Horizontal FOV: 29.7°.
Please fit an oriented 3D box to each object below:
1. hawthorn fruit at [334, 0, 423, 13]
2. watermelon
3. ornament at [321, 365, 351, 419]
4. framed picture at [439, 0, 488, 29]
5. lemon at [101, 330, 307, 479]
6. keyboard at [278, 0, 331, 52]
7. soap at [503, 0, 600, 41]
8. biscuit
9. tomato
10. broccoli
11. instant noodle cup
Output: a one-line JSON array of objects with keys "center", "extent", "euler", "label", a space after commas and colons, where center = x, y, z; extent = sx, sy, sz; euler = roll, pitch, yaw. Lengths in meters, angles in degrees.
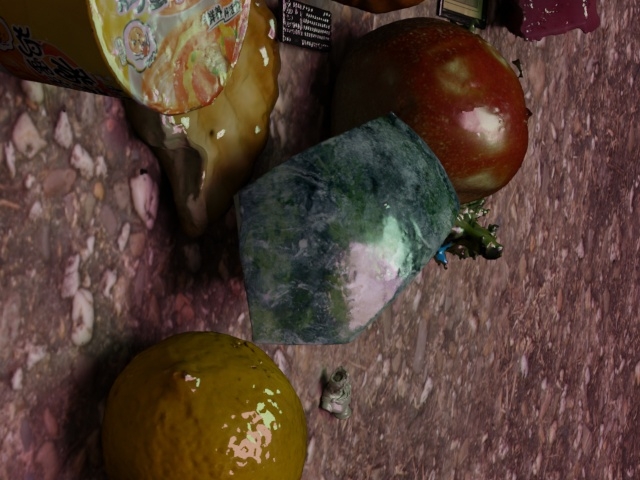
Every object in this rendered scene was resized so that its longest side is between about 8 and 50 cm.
[{"center": [0.080, -0.446, 1.638], "extent": [0.258, 0.258, 0.261], "euler": [20, 67, -59], "label": "hawthorn fruit"}, {"center": [0.000, 0.000, 1.579], "extent": [0.387, 0.258, 0.228], "euler": [-39, 94, -35], "label": "watermelon"}, {"center": [0.028, 0.241, 1.902], "extent": [0.068, 0.041, 0.092], "euler": [-64, 154, -18], "label": "ornament"}, {"center": [0.261, -0.483, 2.140], "extent": [0.199, 0.010, 0.195], "euler": [-3, 99, -58], "label": "framed picture"}, {"center": [-0.136, 0.235, 1.430], "extent": [0.267, 0.267, 0.267], "euler": [-20, 114, -56], "label": "lemon"}, {"center": [-0.020, -0.297, 1.671], "extent": [0.204, 0.013, 0.061], "euler": [-14, 104, -72], "label": "keyboard"}, {"center": [0.433, -0.456, 2.269], "extent": [0.289, 0.182, 0.112], "euler": [-94, 178, -71], "label": "soap"}, {"center": [-0.150, -0.171, 1.481], "extent": [0.329, 0.078, 0.335], "euler": [11, 88, -62], "label": "biscuit"}, {"center": [0.149, -0.174, 1.767], "extent": [0.239, 0.303, 0.303], "euler": [-20, 115, -36], "label": "tomato"}, {"center": [0.247, -0.016, 2.090], "extent": [0.154, 0.160, 0.167], "euler": [-26, 134, -23], "label": "broccoli"}, {"center": [-0.221, -0.261, 1.213], "extent": [0.264, 0.200, 0.264], "euler": [-20, 113, -57], "label": "instant noodle cup"}]
